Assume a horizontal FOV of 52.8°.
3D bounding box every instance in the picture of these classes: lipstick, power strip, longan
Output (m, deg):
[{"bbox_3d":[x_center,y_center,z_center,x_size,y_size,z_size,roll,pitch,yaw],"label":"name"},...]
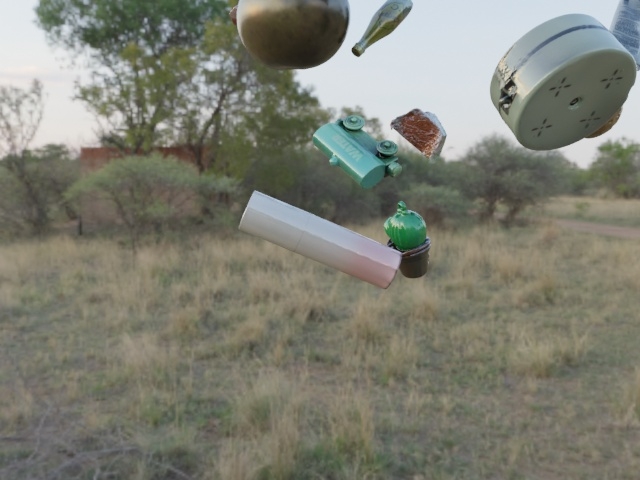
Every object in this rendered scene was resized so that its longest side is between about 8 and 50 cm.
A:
[{"bbox_3d":[0.000,0.000,1.318,0.327,0.087,0.087,22,4,-5],"label":"lipstick"},{"bbox_3d":[0.615,-0.404,1.676,0.358,0.161,0.357,-14,-36,-10],"label":"power strip"},{"bbox_3d":[-0.079,-0.681,1.982,0.361,0.360,0.361,1,5,0],"label":"longan"}]

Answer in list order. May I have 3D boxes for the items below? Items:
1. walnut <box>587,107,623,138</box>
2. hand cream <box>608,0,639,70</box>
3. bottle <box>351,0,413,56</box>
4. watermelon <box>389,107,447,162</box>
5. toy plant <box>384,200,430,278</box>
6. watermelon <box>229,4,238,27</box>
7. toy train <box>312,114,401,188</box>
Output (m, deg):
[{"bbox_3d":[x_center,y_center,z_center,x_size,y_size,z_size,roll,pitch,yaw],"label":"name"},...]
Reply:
[{"bbox_3d":[0.864,-0.429,2.067,0.214,0.213,0.213,1,5,0],"label":"walnut"},{"bbox_3d":[0.928,-0.646,1.947,0.125,0.340,0.077,23,-26,3],"label":"hand cream"},{"bbox_3d":[0.189,-0.670,2.016,0.083,0.269,0.083,34,-19,14],"label":"bottle"},{"bbox_3d":[0.245,-0.292,1.643,0.158,0.098,0.121,32,19,-20],"label":"watermelon"},{"bbox_3d":[0.208,-0.009,1.570,0.105,0.200,0.143,-20,22,-14],"label":"toy plant"},{"bbox_3d":[-0.253,-0.749,2.114,0.085,0.092,0.072,7,-8,5],"label":"watermelon"},{"bbox_3d":[0.090,-0.228,1.664,0.159,0.101,0.248,-28,54,-24],"label":"toy train"}]
